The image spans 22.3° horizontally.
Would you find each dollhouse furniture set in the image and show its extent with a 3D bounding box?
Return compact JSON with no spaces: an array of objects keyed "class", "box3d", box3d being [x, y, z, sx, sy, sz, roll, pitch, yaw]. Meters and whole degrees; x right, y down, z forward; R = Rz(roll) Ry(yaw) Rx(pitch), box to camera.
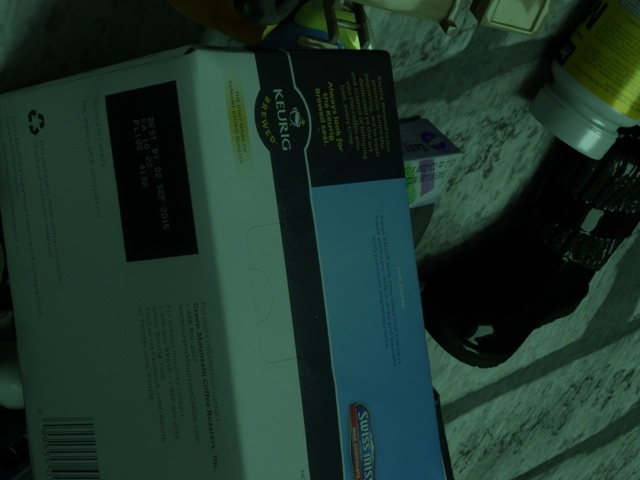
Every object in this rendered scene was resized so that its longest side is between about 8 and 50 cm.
[{"class":"dollhouse furniture set","box3d":[0.070,-0.178,1.355,0.182,0.101,0.161,11,121,-23]}]

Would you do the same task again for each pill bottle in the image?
[{"class":"pill bottle","box3d":[0.325,-0.198,1.753,0.208,0.119,0.119,-54,151,17]}]

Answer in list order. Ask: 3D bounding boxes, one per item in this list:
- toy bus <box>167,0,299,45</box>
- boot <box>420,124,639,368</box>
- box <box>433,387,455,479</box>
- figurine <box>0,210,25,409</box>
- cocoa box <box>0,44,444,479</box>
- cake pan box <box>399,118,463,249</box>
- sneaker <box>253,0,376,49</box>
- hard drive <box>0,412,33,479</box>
[{"class":"toy bus","box3d":[-0.033,-0.282,1.144,0.211,0.149,0.220,-46,160,-35]},{"class":"boot","box3d":[0.273,-0.007,1.921,0.348,0.131,0.260,-26,156,-52]},{"class":"box","box3d":[-0.016,0.268,1.848,0.296,0.183,0.294,-37,151,-12]},{"class":"figurine","box3d":[-0.260,0.070,1.353,0.215,0.092,0.209,-53,156,17]},{"class":"cocoa box","box3d":[-0.076,0.040,1.228,0.228,0.231,0.347,-8,91,-50]},{"class":"cake pan box","box3d":[0.000,0.000,1.632,0.267,0.070,0.245,-11,140,-47]},{"class":"sneaker","box3d":[-0.005,-0.097,1.438,0.126,0.091,0.240,-21,117,-15]},{"class":"hard drive","box3d":[-0.239,0.190,1.510,0.255,0.054,0.172,-35,163,-45]}]
